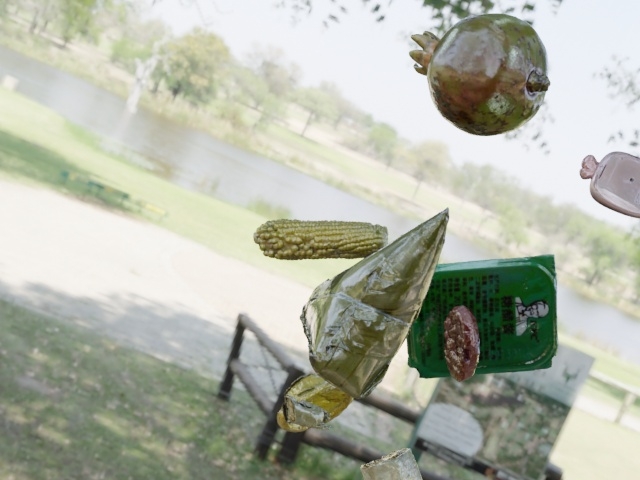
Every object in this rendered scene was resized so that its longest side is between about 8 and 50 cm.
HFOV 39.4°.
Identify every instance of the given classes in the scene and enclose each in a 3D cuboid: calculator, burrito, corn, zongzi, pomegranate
[{"bbox_3d":[0.524,-0.098,1.535,0.165,0.103,0.024,26,-3,14],"label":"calculator"},{"bbox_3d":[0.166,0.541,1.812,0.105,0.299,0.143,-16,15,15],"label":"burrito"},{"bbox_3d":[-0.030,0.360,1.847,0.041,0.055,0.149,8,-16,42],"label":"burrito"},{"bbox_3d":[0.000,0.000,1.805,0.288,0.087,0.086,1,-3,21],"label":"corn"},{"bbox_3d":[0.099,0.071,1.627,0.159,0.361,0.323,28,6,-15],"label":"zongzi"},{"bbox_3d":[0.248,-0.281,1.419,0.246,0.198,0.198,55,19,23],"label":"pomegranate"}]

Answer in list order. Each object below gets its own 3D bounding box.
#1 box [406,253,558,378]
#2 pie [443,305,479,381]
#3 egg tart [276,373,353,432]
[{"bbox_3d":[0.350,0.159,1.993,0.336,0.264,0.106,-4,12,-2],"label":"box"},{"bbox_3d":[0.282,0.207,1.795,0.036,0.155,0.154,0,12,-13],"label":"pie"},{"bbox_3d":[-0.014,0.353,1.987,0.191,0.191,0.074,18,34,-47],"label":"egg tart"}]
